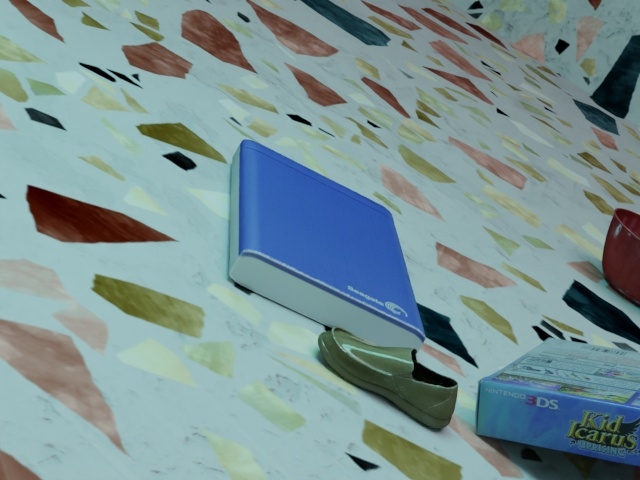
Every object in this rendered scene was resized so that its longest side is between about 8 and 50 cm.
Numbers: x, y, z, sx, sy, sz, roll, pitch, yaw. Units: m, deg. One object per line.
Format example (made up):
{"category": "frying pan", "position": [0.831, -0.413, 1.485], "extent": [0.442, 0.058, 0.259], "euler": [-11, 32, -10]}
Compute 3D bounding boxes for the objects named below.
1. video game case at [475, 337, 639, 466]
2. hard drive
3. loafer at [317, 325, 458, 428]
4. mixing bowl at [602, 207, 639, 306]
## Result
{"category": "video game case", "position": [0.322, 0.166, 1.259], "extent": [0.269, 0.061, 0.244], "euler": [8, 8, 26]}
{"category": "hard drive", "position": [0.000, 0.000, 1.384], "extent": [0.210, 0.040, 0.319], "euler": [26, 20, -14]}
{"category": "loafer", "position": [0.067, 0.119, 1.183], "extent": [0.148, 0.050, 0.056], "euler": [30, 20, -2]}
{"category": "mixing bowl", "position": [0.499, 0.040, 1.918], "extent": [0.181, 0.098, 0.181], "euler": [28, 20, -11]}
